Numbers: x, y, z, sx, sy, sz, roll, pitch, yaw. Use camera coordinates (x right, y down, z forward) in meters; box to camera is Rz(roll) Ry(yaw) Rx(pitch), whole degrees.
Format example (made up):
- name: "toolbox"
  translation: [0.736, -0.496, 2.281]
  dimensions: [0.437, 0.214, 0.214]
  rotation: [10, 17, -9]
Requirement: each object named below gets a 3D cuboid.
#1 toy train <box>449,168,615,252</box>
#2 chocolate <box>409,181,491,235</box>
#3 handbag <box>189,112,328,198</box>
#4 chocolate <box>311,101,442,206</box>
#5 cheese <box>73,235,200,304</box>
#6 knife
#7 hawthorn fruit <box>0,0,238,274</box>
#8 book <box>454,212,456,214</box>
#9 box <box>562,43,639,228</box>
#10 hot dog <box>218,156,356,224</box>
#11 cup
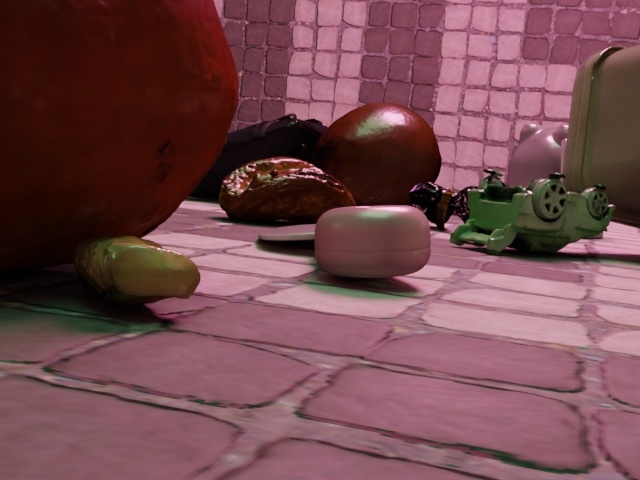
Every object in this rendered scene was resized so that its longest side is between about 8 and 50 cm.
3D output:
- name: "toy train"
  translation: [0.203, -0.023, 0.817]
  dimensions: [0.149, 0.081, 0.099]
  rotation: [9, 1, -31]
- name: "chocolate"
  translation: [0.150, -0.035, 0.991]
  dimensions: [0.070, 0.072, 0.147]
  rotation: [-44, 21, -24]
- name: "handbag"
  translation: [-0.081, -0.114, 1.202]
  dimensions: [0.211, 0.089, 0.254]
  rotation: [-21, -6, 17]
- name: "chocolate"
  translation: [0.065, -0.109, 1.130]
  dimensions: [0.176, 0.177, 0.177]
  rotation: [5, 6, -1]
- name: "cheese"
  translation: [-0.080, 0.013, 0.374]
  dimensions: [0.044, 0.030, 0.083]
  rotation: [-5, 4, -28]
- name: "knife"
  translation: [-0.003, 0.000, 0.639]
  dimensions: [0.081, 0.043, 0.336]
  rotation: [-3, 1, -12]
- name: "hawthorn fruit"
  translation: [-0.173, -0.077, 0.393]
  dimensions: [0.211, 0.211, 0.299]
  rotation: [8, 16, 24]
- name: "book"
  translation: [0.268, -0.042, 1.376]
  dimensions: [0.118, 0.012, 0.172]
  rotation: [1, 7, -45]
- name: "box"
  translation: [0.483, -0.096, 0.817]
  dimensions: [0.351, 0.178, 0.343]
  rotation: [12, -9, -26]
- name: "hot dog"
  translation: [-0.034, -0.049, 0.893]
  dimensions: [0.147, 0.065, 0.099]
  rotation: [5, 15, -24]
- name: "cup"
  translation: [0.304, -0.080, 1.129]
  dimensions: [0.134, 0.142, 0.173]
  rotation: [10, 8, 37]
